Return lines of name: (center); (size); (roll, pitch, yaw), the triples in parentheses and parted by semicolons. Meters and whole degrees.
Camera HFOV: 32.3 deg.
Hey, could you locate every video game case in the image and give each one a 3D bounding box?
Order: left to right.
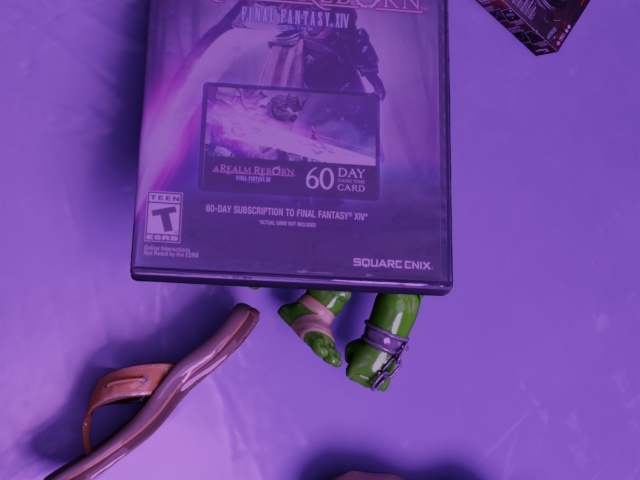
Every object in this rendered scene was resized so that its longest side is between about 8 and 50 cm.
video game case: (-0.014, -0.104, 0.709); (0.196, 0.026, 0.274); (3, 74, -7)

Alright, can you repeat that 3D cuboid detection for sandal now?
sandal: (-0.115, 0.097, 0.724); (0.180, 0.072, 0.049); (-44, 92, -17)

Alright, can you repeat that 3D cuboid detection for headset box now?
headset box: (0.160, -0.192, 0.843); (0.083, 0.032, 0.062); (38, 78, -21)

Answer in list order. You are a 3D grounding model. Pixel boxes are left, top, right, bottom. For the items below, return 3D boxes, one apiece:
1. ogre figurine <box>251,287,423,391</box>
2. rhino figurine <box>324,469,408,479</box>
ogre figurine: (0.000, 0.000, 0.755); (0.197, 0.097, 0.118); (41, 90, 11)
rhino figurine: (0.090, 0.227, 0.810); (0.243, 0.073, 0.106); (12, 91, -24)
